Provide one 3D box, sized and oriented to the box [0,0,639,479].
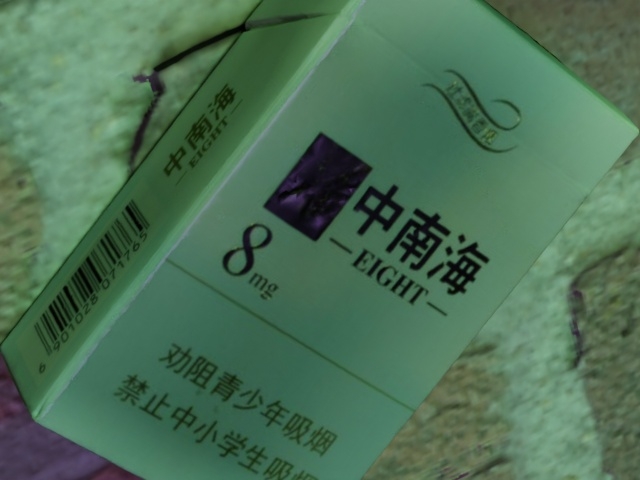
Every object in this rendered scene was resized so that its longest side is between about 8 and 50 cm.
[{"bbox_3d":[0.000,0.000,0.835,0.155,0.067,0.243,34,98,-35],"label":"box"}]
